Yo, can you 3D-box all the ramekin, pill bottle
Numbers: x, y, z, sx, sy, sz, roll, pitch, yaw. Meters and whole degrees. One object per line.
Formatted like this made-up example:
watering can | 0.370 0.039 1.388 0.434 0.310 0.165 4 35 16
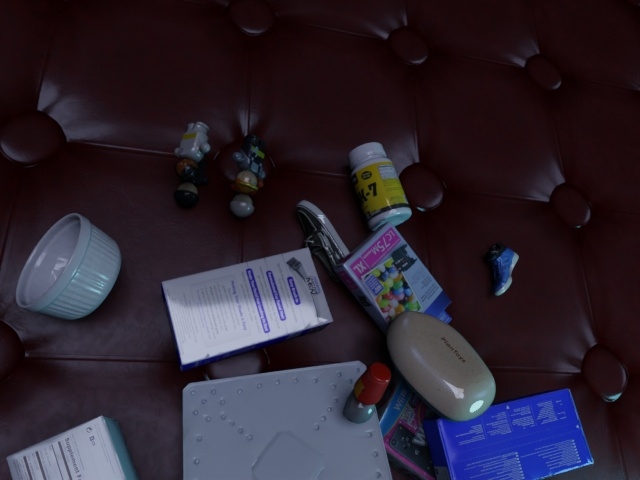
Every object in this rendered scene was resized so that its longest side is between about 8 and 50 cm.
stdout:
ramekin | -0.497 0.060 1.033 0.109 0.207 0.207 39 57 -41
pill bottle | 0.148 -0.141 1.343 0.119 0.119 0.208 -12 73 -20

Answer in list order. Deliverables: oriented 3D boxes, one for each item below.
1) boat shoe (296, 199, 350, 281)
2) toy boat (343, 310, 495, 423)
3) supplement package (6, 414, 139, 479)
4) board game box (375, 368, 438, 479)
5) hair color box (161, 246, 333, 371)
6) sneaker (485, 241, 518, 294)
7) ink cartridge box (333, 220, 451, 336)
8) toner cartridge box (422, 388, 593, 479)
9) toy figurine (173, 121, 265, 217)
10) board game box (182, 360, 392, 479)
boat shoe | 0.000 0.000 1.267 0.070 0.078 0.219 -34 83 -26
toy boat | 0.188 0.279 1.065 0.318 0.148 0.267 -8 46 -35
supplement package | -0.396 0.429 0.881 0.145 0.262 0.204 -21 77 -22
board game box | 0.268 0.440 1.166 0.303 0.097 0.224 35 63 0
hair color box | -0.163 0.149 1.146 0.339 0.110 0.185 -13 72 -19
sneaker | 0.475 0.071 1.388 0.084 0.058 0.152 37 60 -6
ink cartridge box | 0.194 0.129 1.254 0.186 0.065 0.311 -41 98 -28
toner cartridge box | 0.406 0.436 1.115 0.348 0.075 0.165 -5 73 -19
toy figurine | -0.233 -0.154 1.187 0.213 0.209 0.148 14 72 -10
board game box | -0.064 0.448 1.003 0.390 0.050 0.390 -5 54 -9
